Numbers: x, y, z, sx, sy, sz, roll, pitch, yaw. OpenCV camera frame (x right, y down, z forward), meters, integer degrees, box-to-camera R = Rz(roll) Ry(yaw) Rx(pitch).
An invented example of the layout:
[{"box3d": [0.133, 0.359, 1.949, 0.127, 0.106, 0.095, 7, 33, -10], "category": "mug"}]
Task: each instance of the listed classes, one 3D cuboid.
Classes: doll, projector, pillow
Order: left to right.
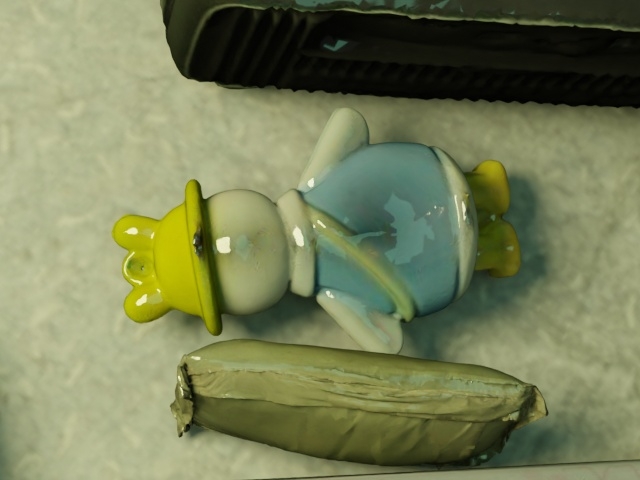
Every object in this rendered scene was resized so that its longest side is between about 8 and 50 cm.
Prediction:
[{"box3d": [0.000, 0.000, 1.066, 0.241, 0.099, 0.135, -8, 116, -8], "category": "doll"}, {"box3d": [0.018, 0.095, 1.041, 0.208, 0.119, 0.053, 7, 63, -7], "category": "pillow"}, {"box3d": [0.107, -0.287, 1.057, 0.395, 0.242, 0.405, 2, 82, -10], "category": "projector"}]

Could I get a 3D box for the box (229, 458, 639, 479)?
[{"box3d": [0.058, 0.223, 1.030, 0.369, 0.112, 0.190, -3, 80, -9], "category": "box"}]
